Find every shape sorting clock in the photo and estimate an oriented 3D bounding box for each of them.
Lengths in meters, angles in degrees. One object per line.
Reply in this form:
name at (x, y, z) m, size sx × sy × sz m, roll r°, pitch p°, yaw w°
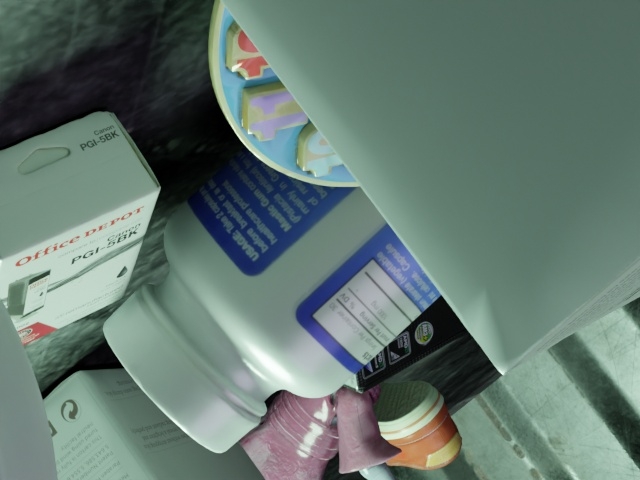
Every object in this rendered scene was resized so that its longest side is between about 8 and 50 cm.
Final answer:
shape sorting clock at (0.041, -0.113, 0.661) m, size 0.206 × 0.040 × 0.206 m, roll -14°, pitch 132°, yaw -16°

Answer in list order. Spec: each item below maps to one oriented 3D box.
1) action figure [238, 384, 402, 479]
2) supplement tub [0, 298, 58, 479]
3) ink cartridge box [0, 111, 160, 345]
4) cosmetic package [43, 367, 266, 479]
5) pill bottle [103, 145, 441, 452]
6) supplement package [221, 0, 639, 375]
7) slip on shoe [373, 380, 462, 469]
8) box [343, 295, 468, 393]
action figure at (-0.020, 0.195, 1.487) m, size 0.275 × 0.248 × 0.370 m, roll 25°, pitch 113°, yaw -24°
supplement tub at (-0.276, 0.109, 0.431) m, size 0.325 × 0.235 × 0.235 m, roll -20°, pitch 158°, yaw -45°
ink cartridge box at (-0.152, 0.001, 0.720) m, size 0.099 × 0.056 × 0.135 m, roll -27°, pitch 163°, yaw -28°
cosmetic package at (-0.101, 0.298, 1.094) m, size 0.156 × 0.385 × 0.217 m, roll -39°, pitch 164°, yaw 12°
pill bottle at (0.000, 0.000, 0.817) m, size 0.272 × 0.152 × 0.152 m, roll -43°, pitch 165°, yaw 1°
supplement package at (0.078, -0.130, 0.432) m, size 0.145 × 0.262 × 0.204 m, roll -19°, pitch 158°, yaw -46°
slip on shoe at (0.076, 0.244, 1.714) m, size 0.123 × 0.101 × 0.331 m, roll -40°, pitch -167°, yaw -22°
box at (0.070, -0.008, 0.981) m, size 0.184 × 0.191 × 0.045 m, roll -23°, pitch -155°, yaw -34°
